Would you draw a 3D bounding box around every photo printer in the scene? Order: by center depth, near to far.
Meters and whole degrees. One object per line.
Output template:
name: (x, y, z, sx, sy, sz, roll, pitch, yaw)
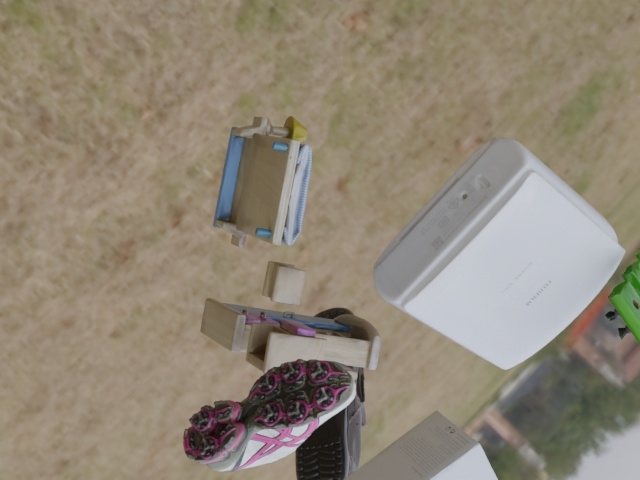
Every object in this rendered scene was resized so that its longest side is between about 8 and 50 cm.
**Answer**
photo printer: (0.247, 0.033, 1.461, 0.256, 0.107, 0.307, -47, 134, 11)

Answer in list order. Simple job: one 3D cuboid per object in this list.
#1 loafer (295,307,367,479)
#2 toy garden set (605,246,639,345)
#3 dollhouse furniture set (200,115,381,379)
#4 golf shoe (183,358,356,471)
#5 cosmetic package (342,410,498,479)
loafer: (0.020, 0.309, 2.114, 0.130, 0.133, 0.366, 41, 50, -58)
toy garden set: (0.466, 0.112, 1.493, 0.049, 0.204, 0.244, -32, -177, 37)
dollhouse furniture set: (0.000, 0.000, 1.395, 0.286, 0.198, 0.303, -164, -96, -67)
golf shoe: (-0.039, 0.170, 1.076, 0.186, 0.068, 0.086, -26, 143, 24)
cosmetic package: (0.173, 0.440, 1.794, 0.224, 0.224, 0.138, -34, -153, -13)
